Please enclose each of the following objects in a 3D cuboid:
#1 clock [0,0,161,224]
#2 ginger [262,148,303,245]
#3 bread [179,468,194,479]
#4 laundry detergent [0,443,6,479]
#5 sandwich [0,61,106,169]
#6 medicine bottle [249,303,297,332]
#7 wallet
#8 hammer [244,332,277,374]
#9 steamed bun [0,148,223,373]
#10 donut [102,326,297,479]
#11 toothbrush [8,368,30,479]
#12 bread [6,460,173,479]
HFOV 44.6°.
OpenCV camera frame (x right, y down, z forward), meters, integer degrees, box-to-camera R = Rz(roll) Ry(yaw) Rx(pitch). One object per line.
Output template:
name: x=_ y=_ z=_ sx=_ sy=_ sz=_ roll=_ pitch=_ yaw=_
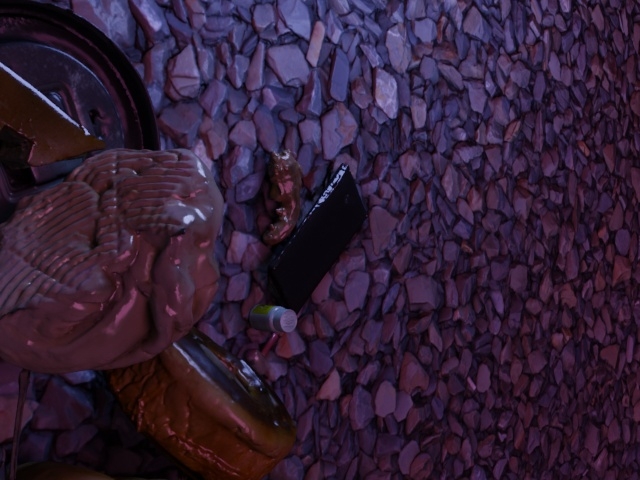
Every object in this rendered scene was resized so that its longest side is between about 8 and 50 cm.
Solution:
clock: x=-0.400 y=-0.132 z=1.063 sx=0.386 sy=0.076 sz=0.387 roll=-3 pitch=94 yaw=-44
ginger: x=-0.065 y=-0.077 z=1.401 sx=0.069 sy=0.051 sz=0.174 roll=2 pitch=89 yaw=-40
bread: x=-0.179 y=0.367 z=1.272 sx=0.082 sy=0.113 sz=0.060 roll=-14 pitch=94 yaw=-36
laundry detergent: x=-0.504 y=0.201 z=0.834 sx=0.287 sy=0.287 sz=0.306 roll=-19 pitch=105 yaw=-41
sandwich: x=-0.386 y=-0.146 z=0.961 sx=0.244 sy=0.090 sz=0.088 roll=39 pitch=62 yaw=-41
medicine bottle: x=-0.083 y=0.138 z=1.372 sx=0.047 sy=0.083 sz=0.047 roll=0 pitch=90 yaw=-45
wallet: x=-0.001 y=0.000 z=1.464 sx=0.285 sy=0.030 sz=0.146 roll=-54 pitch=141 yaw=-29
hammer: x=-0.100 y=0.197 z=1.398 sx=0.083 sy=0.031 sz=0.053 roll=-55 pitch=130 yaw=-34
steamed bun: x=-0.261 y=0.039 z=0.990 sx=0.319 sy=0.275 sz=0.206 roll=-23 pitch=139 yaw=-11
donut: x=-0.174 y=0.241 z=1.153 sx=0.330 sy=0.330 sz=0.160 roll=40 pitch=85 yaw=-37
toothbrush: x=-0.381 y=0.198 z=0.990 sx=0.028 sy=0.294 sz=0.026 roll=0 pitch=124 yaw=-21
bread: x=-0.247 y=0.430 z=0.990 sx=0.361 sy=0.394 sz=0.250 roll=21 pitch=70 yaw=-31
